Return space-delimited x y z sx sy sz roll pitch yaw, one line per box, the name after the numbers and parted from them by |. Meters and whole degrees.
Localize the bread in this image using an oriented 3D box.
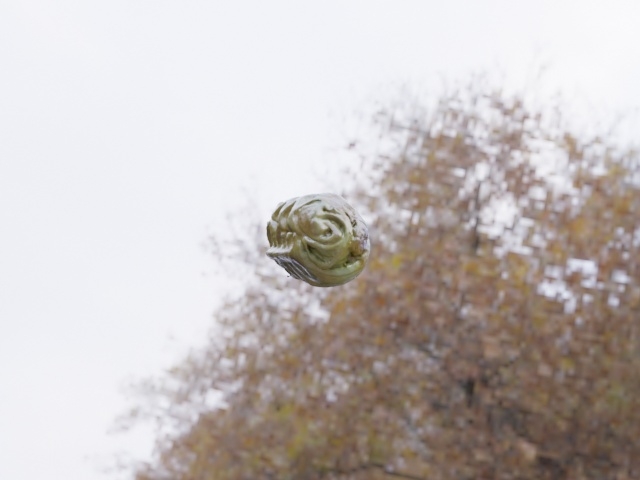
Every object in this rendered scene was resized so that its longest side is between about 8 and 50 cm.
0.000 0.000 1.039 0.060 0.066 0.110 -15 4 -15 | bread
